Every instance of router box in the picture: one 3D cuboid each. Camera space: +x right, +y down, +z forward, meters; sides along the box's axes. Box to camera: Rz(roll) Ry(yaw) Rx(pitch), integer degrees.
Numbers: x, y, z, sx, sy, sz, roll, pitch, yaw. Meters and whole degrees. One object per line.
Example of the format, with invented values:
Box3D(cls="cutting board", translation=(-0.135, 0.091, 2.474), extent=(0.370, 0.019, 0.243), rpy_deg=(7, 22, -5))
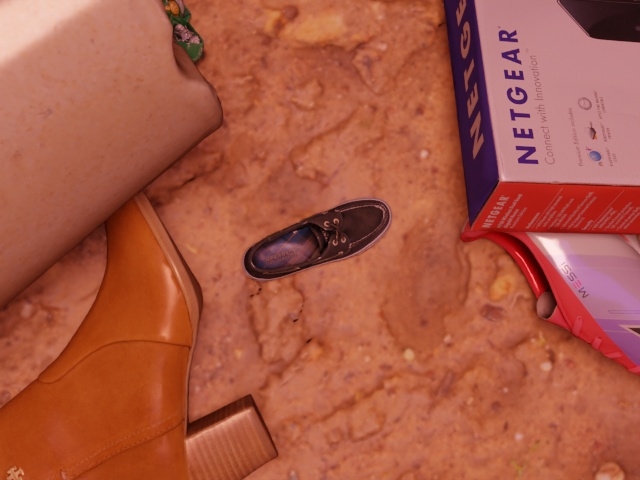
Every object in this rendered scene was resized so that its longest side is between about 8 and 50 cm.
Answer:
Box3D(cls="router box", translation=(0.263, -0.167, 0.695), extent=(0.301, 0.082, 0.336), rpy_deg=(1, 64, -7))

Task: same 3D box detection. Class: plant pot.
Box3D(cls="plant pot", translation=(-0.246, -0.093, 0.536), extent=(0.305, 0.334, 0.334), rpy_deg=(-33, 88, -2))

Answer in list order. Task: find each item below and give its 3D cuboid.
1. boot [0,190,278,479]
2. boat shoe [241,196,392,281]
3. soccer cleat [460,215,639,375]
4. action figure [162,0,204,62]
Box3D(cls="boot", translation=(-0.185, 0.100, 0.656), extent=(0.211, 0.104, 0.295), rpy_deg=(-25, 88, -6))
Box3D(cls="boat shoe", translation=(0.000, 0.000, 0.718), extent=(0.142, 0.040, 0.049), rpy_deg=(-23, 87, -8))
Box3D(cls="soccer cleat", translation=(0.259, 0.062, 0.710), extent=(0.116, 0.108, 0.318), rpy_deg=(-42, 85, -9))
Box3D(cls="action figure", translation=(-0.191, -0.235, 0.708), extent=(0.232, 0.063, 0.137), rpy_deg=(41, 57, -6))
